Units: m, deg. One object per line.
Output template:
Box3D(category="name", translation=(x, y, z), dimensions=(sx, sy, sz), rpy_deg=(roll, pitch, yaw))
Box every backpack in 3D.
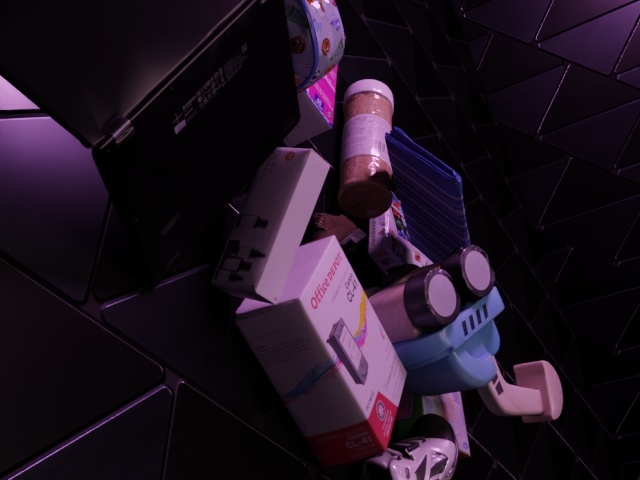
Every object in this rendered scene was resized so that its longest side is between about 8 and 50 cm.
Box3D(category="backpack", translation=(-0.101, -0.345, 1.341), dimensions=(0.277, 0.263, 0.213), rpy_deg=(62, 35, -18))

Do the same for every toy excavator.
Box3D(category="toy excavator", translation=(0.302, 0.238, 1.658), dimensions=(0.432, 0.222, 0.445), rpy_deg=(-26, 95, -47))

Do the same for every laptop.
Box3D(category="laptop", translation=(-0.241, -0.232, 1.080), dimensions=(0.382, 0.236, 0.408), rpy_deg=(-53, 152, -31))

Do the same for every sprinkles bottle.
Box3D(category="sprinkles bottle", translation=(0.105, -0.213, 1.832), dimensions=(0.121, 0.121, 0.356), rpy_deg=(49, 32, -38))

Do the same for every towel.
Box3D(category="towel", translation=(0.240, -0.061, 1.696), dimensions=(0.243, 0.040, 0.336), rpy_deg=(45, -19, 45))

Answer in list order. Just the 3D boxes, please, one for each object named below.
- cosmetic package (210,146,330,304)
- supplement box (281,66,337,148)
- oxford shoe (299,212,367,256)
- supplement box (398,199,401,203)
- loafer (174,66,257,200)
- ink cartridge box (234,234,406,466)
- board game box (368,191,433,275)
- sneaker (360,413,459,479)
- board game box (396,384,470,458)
Box3D(category="cosmetic package", translation=(-0.076, -0.027, 1.241), dimensions=(0.060, 0.098, 0.239), rpy_deg=(40, 65, -49))
Box3D(category="supplement box", translation=(-0.043, -0.308, 1.613), dimensions=(0.111, 0.113, 0.220), rpy_deg=(48, 31, -37))
Box3D(category="oxford shoe", translation=(0.000, 0.000, 1.539), dimensions=(0.096, 0.083, 0.227), rpy_deg=(49, 26, 8))
Box3D(category="supplement box", translation=(0.288, -0.028, 2.121), dimensions=(0.233, 0.078, 0.080), rpy_deg=(42, 37, -45))
Box3D(category="loafer", translation=(-0.164, -0.184, 1.297), dimensions=(0.251, 0.094, 0.087), rpy_deg=(63, 30, -14))
Box3D(category="ink cartridge box", translation=(0.013, 0.181, 1.347), dimensions=(0.306, 0.131, 0.226), rpy_deg=(63, 26, -19))
Box3D(category="board game box", translation=(0.210, 0.039, 1.941), dimensions=(0.305, 0.053, 0.193), rpy_deg=(49, 33, -38))
Box3D(category="sneaker", translation=(0.150, 0.411, 1.456), dimensions=(0.146, 0.122, 0.331), rpy_deg=(48, 36, -14))
Box3D(category="board game box", translation=(0.235, 0.303, 1.784), dimensions=(0.242, 0.064, 0.317), rpy_deg=(39, 39, -48))
